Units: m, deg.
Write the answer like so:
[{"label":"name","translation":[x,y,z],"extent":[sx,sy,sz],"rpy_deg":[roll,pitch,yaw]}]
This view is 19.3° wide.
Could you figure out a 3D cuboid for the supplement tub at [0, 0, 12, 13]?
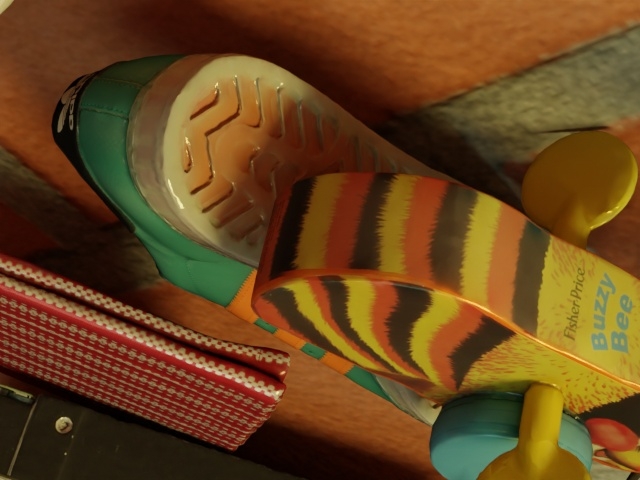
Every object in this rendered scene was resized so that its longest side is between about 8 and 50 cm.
[{"label":"supplement tub","translation":[-0.124,-0.196,0.505],"extent":[0.191,0.272,0.191],"rpy_deg":[13,147,9]}]

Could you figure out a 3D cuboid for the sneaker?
[{"label":"sneaker","translation":[0.000,0.000,0.898],"extent":[0.121,0.108,0.302],"rpy_deg":[15,161,49]}]

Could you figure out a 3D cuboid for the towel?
[{"label":"towel","translation":[-0.123,0.059,1.020],"extent":[0.198,0.031,0.275],"rpy_deg":[22,165,-4]}]

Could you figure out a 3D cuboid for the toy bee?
[{"label":"toy bee","translation":[0.126,0.043,0.811],"extent":[0.298,0.195,0.162],"rpy_deg":[10,158,-43]}]

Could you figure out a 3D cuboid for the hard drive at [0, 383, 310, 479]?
[{"label":"hard drive","translation":[-0.062,0.188,1.176],"extent":[0.339,0.064,0.237],"rpy_deg":[19,160,1]}]
